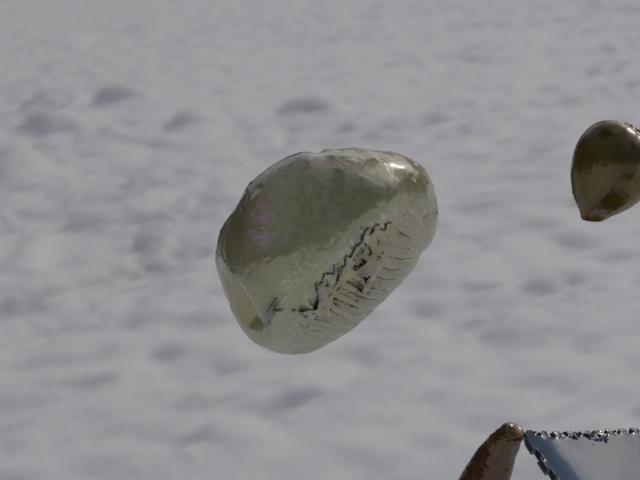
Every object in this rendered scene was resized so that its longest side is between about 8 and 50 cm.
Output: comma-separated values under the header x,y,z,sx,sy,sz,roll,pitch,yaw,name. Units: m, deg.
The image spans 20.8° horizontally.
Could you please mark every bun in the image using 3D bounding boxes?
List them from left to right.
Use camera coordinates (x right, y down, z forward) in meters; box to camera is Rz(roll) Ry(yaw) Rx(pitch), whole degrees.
x,y,z,sx,sy,sz,roll,pitch,yaw,name
0.001,-0.004,1.890,0.273,0.273,0.168,-23,60,-35,bun

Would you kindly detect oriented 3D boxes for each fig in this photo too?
x,y,z,sx,sy,sz,roll,pitch,yaw,name
0.239,-0.055,1.435,0.074,0.088,0.074,24,14,-6,fig

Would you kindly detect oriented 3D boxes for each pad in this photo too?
x,y,z,sx,sy,sz,roll,pitch,yaw,name
0.304,0.256,1.415,0.269,0.269,0.012,7,-48,-48,pad

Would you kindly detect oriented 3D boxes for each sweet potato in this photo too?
x,y,z,sx,sy,sz,roll,pitch,yaw,name
0.118,0.254,1.508,0.057,0.265,0.057,13,42,-13,sweet potato
